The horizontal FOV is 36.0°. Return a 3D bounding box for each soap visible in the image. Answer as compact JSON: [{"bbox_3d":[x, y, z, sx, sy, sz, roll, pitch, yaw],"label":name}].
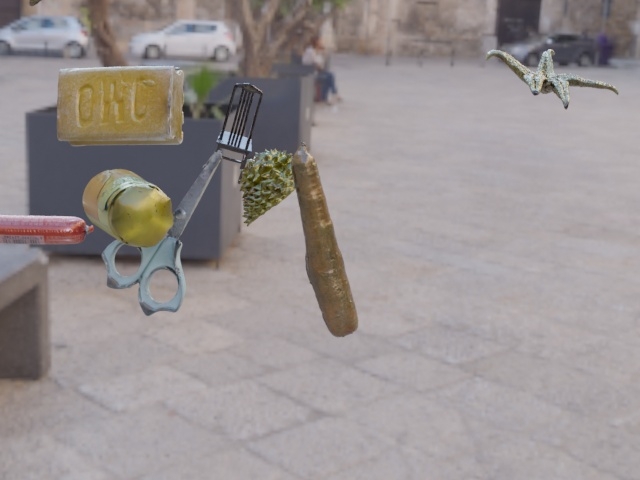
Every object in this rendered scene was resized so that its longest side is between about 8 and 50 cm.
[{"bbox_3d":[-0.445,-0.301,2.194,0.274,0.174,0.089,0,-2,14],"label":"soap"}]

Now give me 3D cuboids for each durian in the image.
[{"bbox_3d":[-0.115,-0.125,2.035,0.186,0.108,0.119,-43,9,1],"label":"durian"}]

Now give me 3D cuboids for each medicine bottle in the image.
[{"bbox_3d":[-0.346,-0.060,1.766,0.124,0.124,0.239,-2,10,-25],"label":"medicine bottle"}]

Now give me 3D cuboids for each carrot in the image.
[{"bbox_3d":[0.000,0.000,1.678,0.070,0.342,0.070,-14,9,2],"label":"carrot"}]

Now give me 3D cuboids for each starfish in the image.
[{"bbox_3d":[0.368,-0.257,1.567,0.216,0.050,0.223,10,34,8],"label":"starfish"}]

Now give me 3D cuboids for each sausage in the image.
[{"bbox_3d":[-0.700,-0.027,2.431,0.274,0.074,0.074,1,12,-4],"label":"sausage"}]

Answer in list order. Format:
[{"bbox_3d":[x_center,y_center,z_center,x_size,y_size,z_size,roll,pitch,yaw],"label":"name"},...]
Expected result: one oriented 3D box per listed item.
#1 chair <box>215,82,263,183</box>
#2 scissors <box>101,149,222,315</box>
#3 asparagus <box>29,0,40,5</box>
[{"bbox_3d":[-0.194,-0.254,2.304,0.084,0.213,0.101,15,27,-8],"label":"chair"},{"bbox_3d":[-0.282,-0.023,1.880,0.191,0.360,0.029,37,18,10],"label":"scissors"},{"bbox_3d":[-0.381,-0.460,1.519,0.027,0.236,0.034,35,-6,-27],"label":"asparagus"}]
